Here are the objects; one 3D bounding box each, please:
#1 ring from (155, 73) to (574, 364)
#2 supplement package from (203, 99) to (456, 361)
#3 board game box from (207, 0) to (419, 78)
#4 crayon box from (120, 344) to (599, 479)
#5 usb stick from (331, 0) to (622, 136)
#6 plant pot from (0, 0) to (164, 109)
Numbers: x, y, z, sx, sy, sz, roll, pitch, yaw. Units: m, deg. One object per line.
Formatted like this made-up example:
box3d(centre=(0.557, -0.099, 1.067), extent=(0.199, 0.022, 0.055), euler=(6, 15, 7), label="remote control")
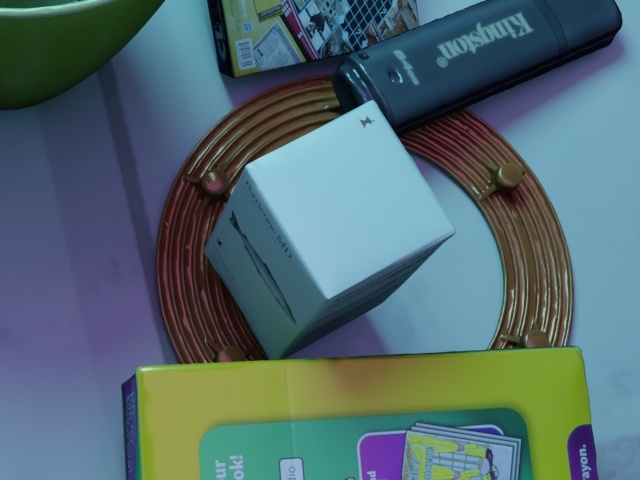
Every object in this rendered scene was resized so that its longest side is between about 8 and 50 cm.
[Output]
box3d(centre=(0.042, 0.020, 1.069), extent=(0.337, 0.032, 0.336), euler=(4, 72, -12), label="ring")
box3d(centre=(0.000, 0.000, 0.951), extent=(0.105, 0.179, 0.105), euler=(-27, 79, -21), label="supplement package")
box3d(centre=(-0.017, -0.262, 1.078), extent=(0.165, 0.042, 0.243), euler=(-14, 108, -18), label="board game box")
box3d(centre=(0.034, 0.261, 0.930), extent=(0.313, 0.106, 0.362), euler=(-2, 78, -13), label="crayon box")
box3d(centre=(0.133, -0.155, 1.123), extent=(0.278, 0.045, 0.077), euler=(-25, 86, -29), label="usb stick")
box3d(centre=(-0.213, -0.209, 0.943), extent=(0.275, 0.293, 0.274), euler=(4, 71, -12), label="plant pot")
